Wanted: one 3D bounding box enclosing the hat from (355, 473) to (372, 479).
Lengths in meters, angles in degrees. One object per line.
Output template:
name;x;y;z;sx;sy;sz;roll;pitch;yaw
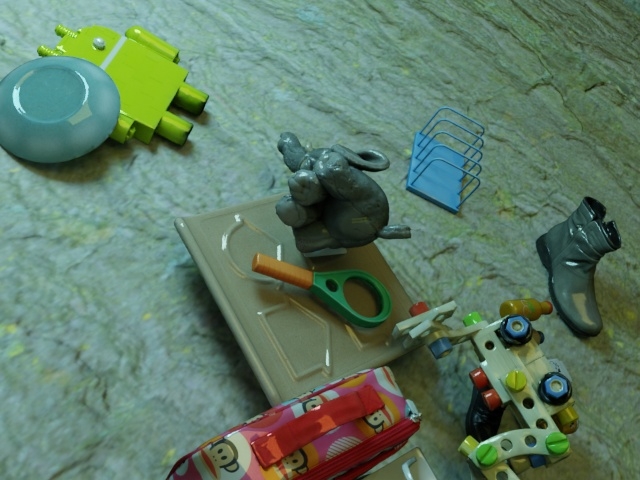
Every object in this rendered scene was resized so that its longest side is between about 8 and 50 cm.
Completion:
hat;0.137;0.439;0.863;0.331;0.134;0.332;16;51;-21

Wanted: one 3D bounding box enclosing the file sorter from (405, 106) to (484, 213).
file sorter;0.256;-0.166;1.385;0.118;0.104;0.170;26;48;-12

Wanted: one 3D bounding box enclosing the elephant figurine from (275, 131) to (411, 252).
elephant figurine;0.028;-0.091;1.082;0.186;0.169;0.239;58;19;-18

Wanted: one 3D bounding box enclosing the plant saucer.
plant saucer;-0.400;-0.209;1.035;0.194;0.037;0.195;2;65;-5

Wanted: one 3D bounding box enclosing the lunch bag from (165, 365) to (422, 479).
lunch bag;-0.029;0.249;0.816;0.293;0.258;0.120;-15;66;-36

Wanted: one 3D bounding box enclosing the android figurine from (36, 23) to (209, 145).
android figurine;-0.327;-0.266;1.155;0.272;0.056;0.248;29;48;-11

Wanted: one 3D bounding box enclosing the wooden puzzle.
wooden puzzle;-0.024;0.076;1.074;0.347;0.080;0.322;-15;67;-42

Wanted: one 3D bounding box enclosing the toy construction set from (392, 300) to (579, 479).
toy construction set;0.247;0.225;1.021;0.214;0.151;0.328;-27;78;-3

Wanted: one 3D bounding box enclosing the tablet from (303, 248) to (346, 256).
tablet;0.000;0.000;1.087;0.083;0.006;0.054;-5;60;-37

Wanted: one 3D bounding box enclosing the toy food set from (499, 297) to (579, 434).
toy food set;0.374;0.217;1.171;0.104;0.111;0.232;-2;56;-31

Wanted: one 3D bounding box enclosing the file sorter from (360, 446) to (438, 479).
file sorter;0.030;0.375;0.725;0.277;0.173;0.193;-31;72;2

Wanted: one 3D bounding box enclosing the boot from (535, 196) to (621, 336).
boot;0.516;0.047;1.343;0.083;0.161;0.247;4;56;-27

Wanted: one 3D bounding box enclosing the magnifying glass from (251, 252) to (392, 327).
magnifying glass;0.007;0.066;1.026;0.230;0.026;0.092;19;48;-21

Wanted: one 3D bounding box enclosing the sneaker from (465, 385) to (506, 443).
sneaker;0.281;0.248;1.111;0.051;0.089;0.170;27;48;-10
